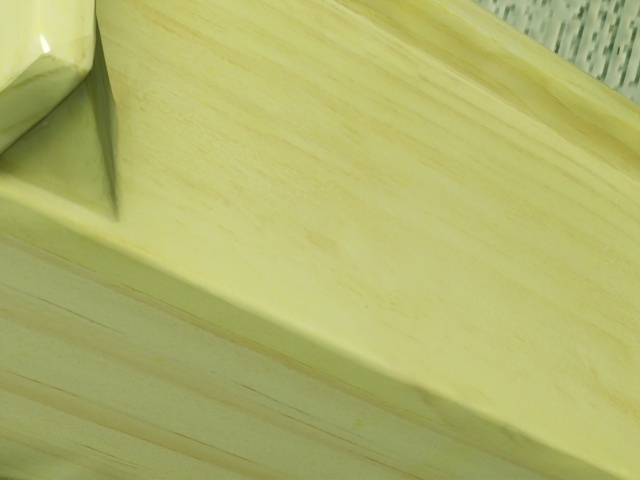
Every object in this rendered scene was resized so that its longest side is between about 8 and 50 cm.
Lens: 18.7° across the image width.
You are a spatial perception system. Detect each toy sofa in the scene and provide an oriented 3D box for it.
[{"bbox_3d":[0.000,0.000,0.602,0.362,0.177,0.150,26,46,-36],"label":"toy sofa"}]
